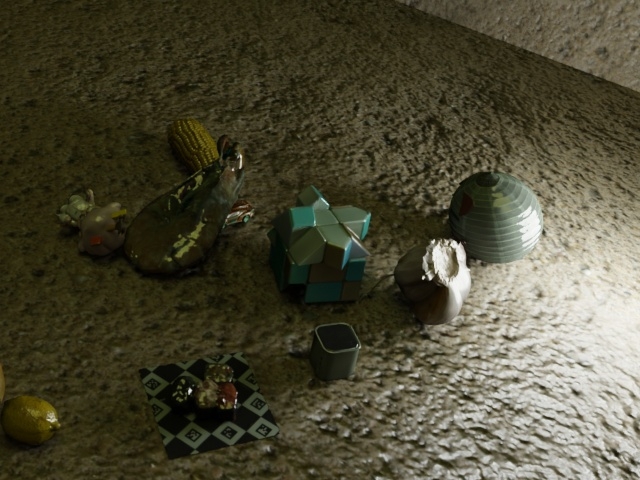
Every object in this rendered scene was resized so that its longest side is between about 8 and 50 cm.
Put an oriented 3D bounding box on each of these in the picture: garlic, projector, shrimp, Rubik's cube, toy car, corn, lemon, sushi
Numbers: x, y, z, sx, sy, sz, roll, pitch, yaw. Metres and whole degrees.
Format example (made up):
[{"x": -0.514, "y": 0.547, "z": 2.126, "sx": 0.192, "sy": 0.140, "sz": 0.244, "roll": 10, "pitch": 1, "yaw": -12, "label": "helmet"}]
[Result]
[{"x": 0.217, "y": 0.079, "z": 1.926, "sx": 0.256, "sy": 0.207, "sz": 0.207, "roll": -3, "pitch": 38, "yaw": -7, "label": "garlic"}, {"x": 0.028, "y": 0.228, "z": 1.762, "sx": 0.083, "sy": 0.082, "sz": 0.083, "roll": -6, "pitch": 40, "yaw": -22, "label": "projector"}, {"x": -0.306, "y": -0.085, "z": 2.041, "sx": 0.221, "sy": 0.110, "sz": 0.446, "roll": 13, "pitch": 49, "yaw": 23, "label": "shrimp"}, {"x": 0.000, "y": 0.000, "z": 1.953, "sx": 0.224, "sy": 0.213, "sz": 0.265, "roll": -3, "pitch": 36, "yaw": -17, "label": "Rubik's cube"}, {"x": -0.228, "y": -0.065, "z": 2.130, "sx": 0.122, "sy": 0.035, "sz": 0.059, "roll": -17, "pitch": 47, "yaw": -34, "label": "toy car"}, {"x": -0.315, "y": -0.225, "z": 2.266, "sx": 0.106, "sy": 0.106, "sz": 0.305, "roll": -12, "pitch": 43, "yaw": -29, "label": "corn"}, {"x": -0.507, "y": 0.315, "z": 1.501, "sx": 0.110, "sy": 0.082, "sz": 0.082, "roll": 19, "pitch": 36, "yaw": 10, "label": "lemon"}, {"x": -0.213, "y": 0.292, "z": 1.640, "sx": 0.219, "sy": 0.047, "sz": 0.231, "roll": -7, "pitch": 40, "yaw": -24, "label": "sushi"}]

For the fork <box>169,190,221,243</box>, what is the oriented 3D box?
[{"x": -0.305, "y": -0.064, "z": 2.111, "sx": 0.021, "sy": 0.039, "sz": 0.235, "roll": 6, "pitch": 26, "yaw": -47, "label": "fork"}]

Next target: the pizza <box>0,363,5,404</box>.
[{"x": -0.677, "y": 0.226, "z": 1.597, "sx": 0.271, "sy": 0.056, "sz": 0.134, "roll": 29, "pitch": 37, "yaw": 21, "label": "pizza"}]

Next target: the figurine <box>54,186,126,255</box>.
[{"x": -0.515, "y": -0.038, "z": 1.959, "sx": 0.229, "sy": 0.112, "sz": 0.137, "roll": 30, "pitch": 69, "yaw": 34, "label": "figurine"}]

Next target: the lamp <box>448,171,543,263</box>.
[{"x": 0.434, "y": -0.065, "z": 2.145, "sx": 0.233, "sy": 0.233, "sz": 0.265, "roll": 10, "pitch": 30, "yaw": -2, "label": "lamp"}]
